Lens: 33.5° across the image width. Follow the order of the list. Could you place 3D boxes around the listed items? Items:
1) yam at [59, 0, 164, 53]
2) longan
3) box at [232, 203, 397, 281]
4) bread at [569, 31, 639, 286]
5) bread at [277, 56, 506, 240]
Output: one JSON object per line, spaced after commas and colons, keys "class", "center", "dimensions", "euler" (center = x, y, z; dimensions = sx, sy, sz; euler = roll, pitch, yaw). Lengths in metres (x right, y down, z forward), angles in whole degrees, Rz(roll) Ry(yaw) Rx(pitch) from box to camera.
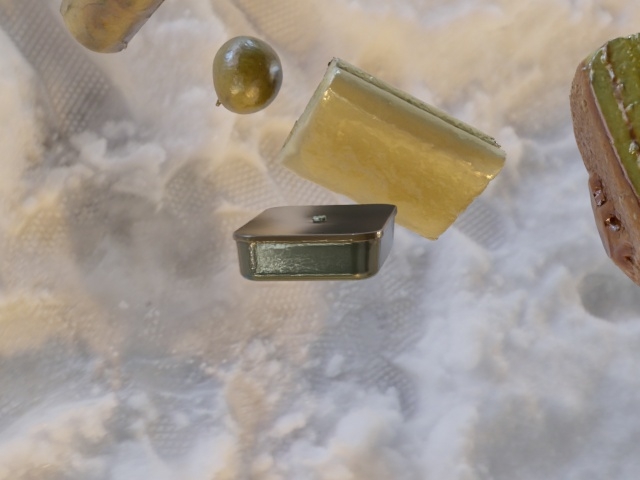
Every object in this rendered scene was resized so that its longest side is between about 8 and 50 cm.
{"class": "yam", "center": [-0.076, -0.215, 0.646], "dimensions": [0.067, 0.317, 0.071], "euler": [7, 62, -35]}
{"class": "longan", "center": [-0.074, -0.153, 1.001], "dimensions": [0.075, 0.083, 0.075], "euler": [28, 45, -32]}
{"class": "box", "center": [0.000, 0.000, 0.661], "dimensions": [0.091, 0.126, 0.031], "euler": [-1, 100, 8]}
{"class": "bread", "center": [0.350, -0.084, 1.171], "dimensions": [0.111, 0.184, 0.234], "euler": [-16, 69, 7]}
{"class": "bread", "center": [0.062, -0.082, 0.983], "dimensions": [0.178, 0.139, 0.060], "euler": [26, 49, -12]}
